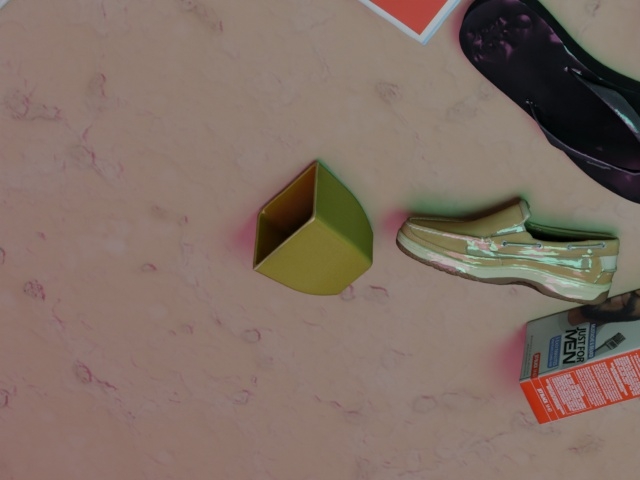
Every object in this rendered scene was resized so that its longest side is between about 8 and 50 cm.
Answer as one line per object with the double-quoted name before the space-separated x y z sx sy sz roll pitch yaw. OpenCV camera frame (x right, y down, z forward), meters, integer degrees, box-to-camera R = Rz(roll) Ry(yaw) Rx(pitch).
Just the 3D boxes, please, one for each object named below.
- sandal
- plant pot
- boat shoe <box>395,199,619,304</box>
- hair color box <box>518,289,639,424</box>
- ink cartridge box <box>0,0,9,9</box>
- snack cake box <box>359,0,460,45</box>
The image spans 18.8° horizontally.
"sandal" 0.215 -0.102 1.569 0.254 0.054 0.097 34 122 -10
"plant pot" 0.000 0.000 1.666 0.083 0.081 0.081 36 122 -24
"boat shoe" 0.161 -0.003 1.645 0.190 0.068 0.072 11 112 -7
"hair color box" 0.259 0.092 1.661 0.167 0.093 0.053 -17 117 20
"ink cartridge box" -0.372 -0.246 1.600 0.224 0.056 0.181 42 120 -17
"snack cake box" 0.096 -0.297 1.450 0.152 0.089 0.264 33 123 -12
